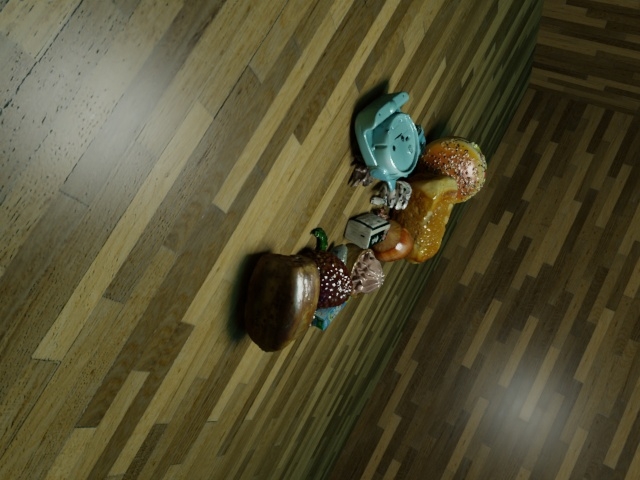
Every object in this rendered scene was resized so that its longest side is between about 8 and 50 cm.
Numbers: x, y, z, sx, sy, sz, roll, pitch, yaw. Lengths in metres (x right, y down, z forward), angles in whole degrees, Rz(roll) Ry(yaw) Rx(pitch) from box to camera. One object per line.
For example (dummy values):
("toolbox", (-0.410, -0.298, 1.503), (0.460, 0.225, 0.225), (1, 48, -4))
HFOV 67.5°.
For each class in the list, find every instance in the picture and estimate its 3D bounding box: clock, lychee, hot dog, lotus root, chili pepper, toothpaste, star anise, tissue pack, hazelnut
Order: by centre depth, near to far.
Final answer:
("lotus root", (-0.099, 0.164, 1.256), (0.193, 0.193, 0.291), (-25, 135, -55))
("lychee", (0.010, 0.124, 1.444), (0.188, 0.188, 0.188), (-46, 151, -36))
("clock", (0.218, -0.293, 1.450), (0.223, 0.094, 0.274), (-46, 124, -38))
("chili pepper", (0.005, -0.007, 1.480), (0.118, 0.035, 0.056), (78, 26, -60))
("star anise", (0.155, -0.246, 1.519), (0.195, 0.065, 0.182), (-55, 151, -2))
("tissue pack", (0.168, -0.037, 1.702), (0.170, 0.103, 0.091), (-18, 133, -59))
("toothpaste", (0.063, 0.228, 1.812), (0.266, 0.050, 0.065), (-43, 146, -41))
("hazelnut", (0.279, 0.002, 1.903), (0.182, 0.182, 0.182), (-46, 151, -36))
("hot dog", (0.403, -0.112, 1.974), (0.185, 0.223, 0.405), (-19, 134, -32))

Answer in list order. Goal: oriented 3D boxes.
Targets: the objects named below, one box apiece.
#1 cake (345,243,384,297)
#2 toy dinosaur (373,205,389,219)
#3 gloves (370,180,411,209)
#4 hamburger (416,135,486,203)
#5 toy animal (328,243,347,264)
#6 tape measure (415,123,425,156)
("cake", (0.149, 0.123, 1.736), (0.185, 0.178, 0.208), (-48, 154, -35))
("toy dinosaur", (0.232, -0.097, 1.839), (0.055, 0.049, 0.154), (-30, 169, 5))
("gloves", (0.265, -0.171, 1.767), (0.212, 0.127, 0.111), (2, 102, -69))
("hamburger", (0.551, -0.299, 2.013), (0.176, 0.300, 0.300), (-57, 161, -56))
("toy animal", (0.022, 0.127, 1.593), (0.253, 0.079, 0.070), (-61, 163, -4))
("tape measure", (0.291, -0.342, 1.628), (0.081, 0.125, 0.146), (-58, 143, -21))
